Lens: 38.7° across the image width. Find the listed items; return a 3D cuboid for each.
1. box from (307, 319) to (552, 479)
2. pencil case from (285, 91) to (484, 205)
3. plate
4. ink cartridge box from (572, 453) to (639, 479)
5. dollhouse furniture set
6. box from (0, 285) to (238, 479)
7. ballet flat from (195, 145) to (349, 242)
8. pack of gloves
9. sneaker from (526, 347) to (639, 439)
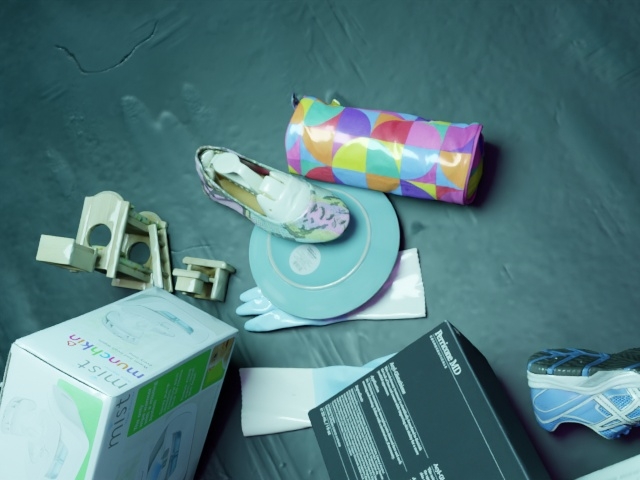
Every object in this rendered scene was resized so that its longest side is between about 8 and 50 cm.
[{"bbox_3d":[0.118,0.238,0.887,0.184,0.103,0.261,-37,44,15],"label":"box"},{"bbox_3d":[0.073,-0.109,1.058,0.236,0.104,0.104,14,82,16],"label":"pencil case"},{"bbox_3d":[0.000,0.000,1.077,0.188,0.024,0.188,-6,68,15],"label":"plate"},{"bbox_3d":[0.290,0.381,0.757,0.091,0.308,0.385,0,71,2],"label":"ink cartridge box"},{"bbox_3d":[-0.202,0.000,1.061,0.161,0.182,0.101,7,80,16],"label":"dollhouse furniture set"},{"bbox_3d":[-0.226,0.208,0.954,0.127,0.231,0.262,24,109,18],"label":"box"},{"bbox_3d":[-0.068,-0.059,1.067,0.221,0.079,0.077,25,74,33],"label":"ballet flat"},{"bbox_3d":[0.008,0.116,1.054,0.232,0.046,0.195,-9,77,13],"label":"pack of gloves"},{"bbox_3d":[0.324,0.161,0.956,0.211,0.080,0.081,2,105,13],"label":"sneaker"}]
